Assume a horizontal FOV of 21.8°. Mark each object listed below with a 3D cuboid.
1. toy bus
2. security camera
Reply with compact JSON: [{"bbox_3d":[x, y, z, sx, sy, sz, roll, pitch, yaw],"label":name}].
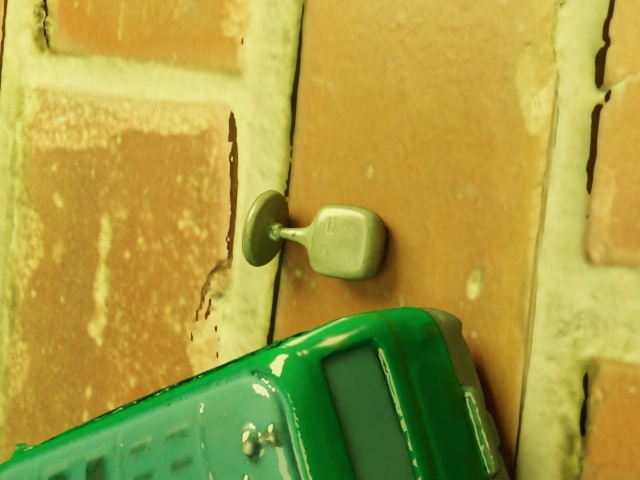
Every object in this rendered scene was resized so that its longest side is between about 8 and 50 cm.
[{"bbox_3d":[-0.061,0.175,1.062,0.343,0.199,0.183,-25,77,35],"label":"toy bus"},{"bbox_3d":[0.000,0.000,1.111,0.092,0.058,0.058,15,99,23],"label":"security camera"}]
